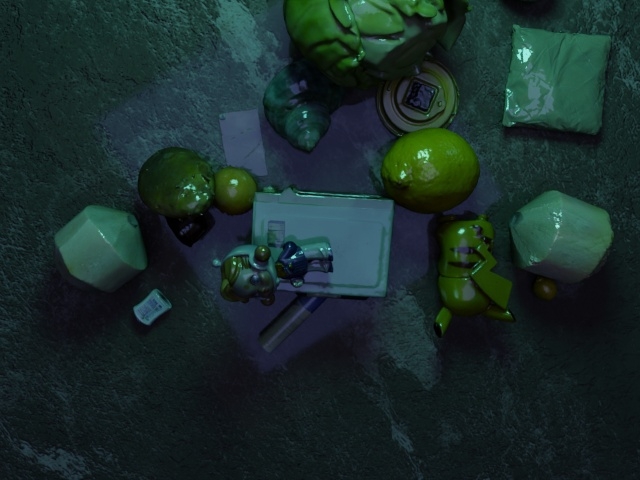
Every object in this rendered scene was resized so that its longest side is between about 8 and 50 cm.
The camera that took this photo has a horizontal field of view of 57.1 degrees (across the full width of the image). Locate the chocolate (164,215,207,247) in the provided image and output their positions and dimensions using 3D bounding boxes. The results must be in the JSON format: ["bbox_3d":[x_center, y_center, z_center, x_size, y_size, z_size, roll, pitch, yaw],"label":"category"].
[{"bbox_3d":[-0.351,-0.046,1.599,0.080,0.148,0.125,-41,134,3],"label":"chocolate"}]

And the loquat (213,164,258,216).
[{"bbox_3d":[-0.235,-0.133,1.582,0.141,0.141,0.141,0,97,-1],"label":"loquat"}]

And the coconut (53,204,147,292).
[{"bbox_3d":[-0.569,0.018,1.557,0.241,0.241,0.241,0,97,-1],"label":"coconut"}]

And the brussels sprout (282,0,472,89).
[{"bbox_3d":[0.111,-0.573,1.413,0.342,0.425,0.361,-41,75,44],"label":"brussels sprout"}]

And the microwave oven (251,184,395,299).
[{"bbox_3d":[0.000,0.000,1.563,0.355,0.218,0.286,3,99,-2],"label":"microwave oven"}]

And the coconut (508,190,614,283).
[{"bbox_3d":[0.622,-0.013,1.570,0.244,0.239,0.239,16,96,-4],"label":"coconut"}]

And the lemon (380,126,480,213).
[{"bbox_3d":[0.287,-0.181,1.538,0.263,0.236,0.236,24,97,-45],"label":"lemon"}]

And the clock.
[{"bbox_3d":[0.269,-0.388,1.605,0.237,0.057,0.237,0,96,-1],"label":"clock"}]

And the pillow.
[{"bbox_3d":[0.643,-0.435,1.597,0.281,0.076,0.274,6,95,-2],"label":"pillow"}]

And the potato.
[{"bbox_3d":[-0.372,-0.147,1.522,0.191,0.296,0.141,-45,136,-11],"label":"potato"}]

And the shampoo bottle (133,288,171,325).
[{"bbox_3d":[-0.480,0.194,1.662,0.099,0.043,0.072,-40,96,4],"label":"shampoo bottle"}]

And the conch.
[{"bbox_3d":[-0.042,-0.357,1.552,0.220,0.195,0.277,5,65,-11],"label":"conch"}]

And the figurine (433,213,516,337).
[{"bbox_3d":[0.412,0.090,1.607,0.218,0.169,0.326,-2,96,4],"label":"figurine"}]

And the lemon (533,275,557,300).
[{"bbox_3d":[0.638,0.136,1.671,0.062,0.062,0.083,-36,104,3],"label":"lemon"}]

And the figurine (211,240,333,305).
[{"bbox_3d":[-0.109,0.056,1.396,0.274,0.133,0.194,-27,140,6],"label":"figurine"}]

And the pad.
[{"bbox_3d":[-0.215,-0.266,1.632,0.113,0.006,0.187,-8,97,-1],"label":"pad"}]

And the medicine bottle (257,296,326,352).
[{"bbox_3d":[-0.078,0.220,1.666,0.231,0.059,0.059,-45,96,3],"label":"medicine bottle"}]
